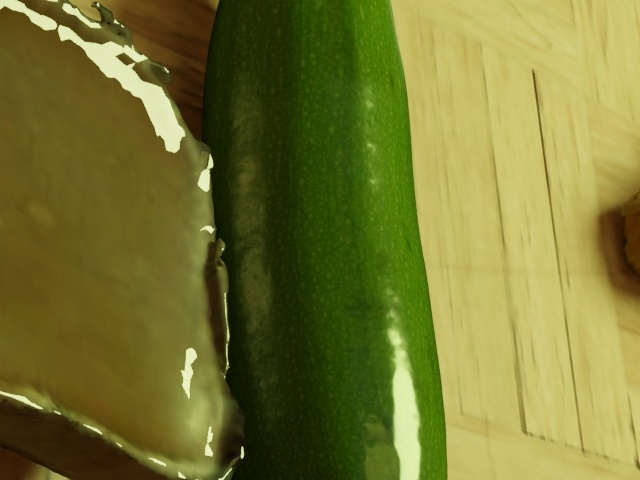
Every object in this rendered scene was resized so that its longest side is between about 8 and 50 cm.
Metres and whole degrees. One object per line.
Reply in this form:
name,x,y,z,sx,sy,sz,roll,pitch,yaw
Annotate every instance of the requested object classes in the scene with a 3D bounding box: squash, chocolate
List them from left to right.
chocolate,-0.134,-0.019,0.515,0.261,0.083,0.161,33,44,-43
squash,-0.001,0.002,0.647,0.082,0.082,0.292,20,54,-40

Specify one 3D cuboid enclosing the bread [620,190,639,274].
bread,0.211,0.006,0.884,0.132,0.074,0.053,21,65,-37
